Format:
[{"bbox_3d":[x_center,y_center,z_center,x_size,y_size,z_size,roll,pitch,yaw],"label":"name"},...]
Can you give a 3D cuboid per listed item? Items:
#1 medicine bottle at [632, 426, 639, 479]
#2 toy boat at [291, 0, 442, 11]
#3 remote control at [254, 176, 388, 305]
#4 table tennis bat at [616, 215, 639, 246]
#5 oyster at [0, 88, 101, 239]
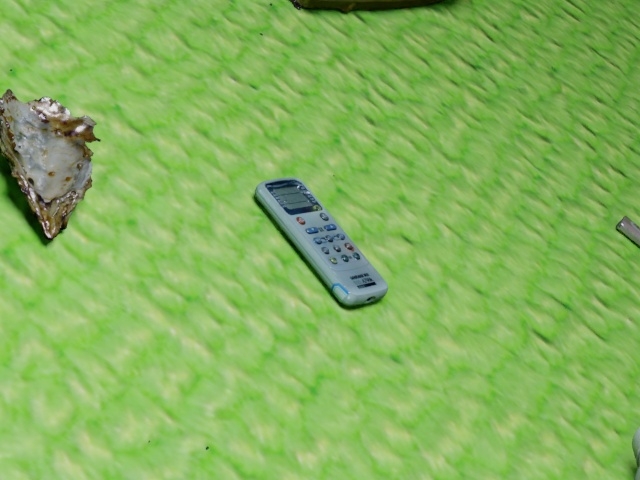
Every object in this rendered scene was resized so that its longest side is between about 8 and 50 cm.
[{"bbox_3d":[0.270,0.193,1.132,0.079,0.079,0.140,20,36,-23],"label":"medicine bottle"},{"bbox_3d":[0.063,-0.283,1.515,0.310,0.115,0.089,-8,53,-47],"label":"toy boat"},{"bbox_3d":[0.000,0.000,1.190,0.053,0.018,0.124,-10,54,-49],"label":"remote control"},{"bbox_3d":[0.338,0.032,1.459,0.156,0.013,0.087,40,35,4],"label":"table tennis bat"},{"bbox_3d":[-0.194,-0.056,1.079,0.086,0.029,0.132,24,37,-6],"label":"oyster"}]
